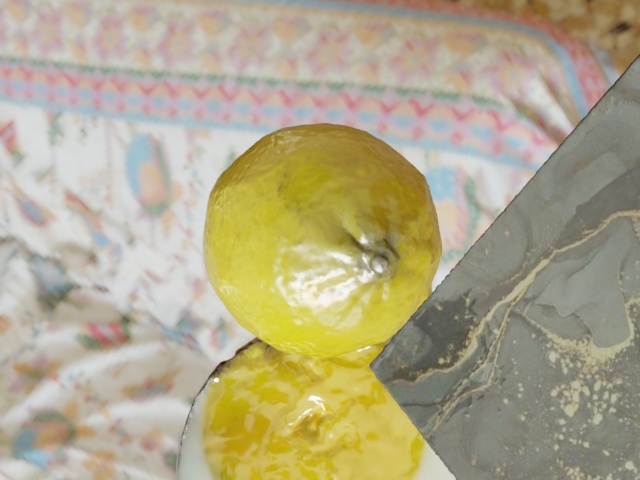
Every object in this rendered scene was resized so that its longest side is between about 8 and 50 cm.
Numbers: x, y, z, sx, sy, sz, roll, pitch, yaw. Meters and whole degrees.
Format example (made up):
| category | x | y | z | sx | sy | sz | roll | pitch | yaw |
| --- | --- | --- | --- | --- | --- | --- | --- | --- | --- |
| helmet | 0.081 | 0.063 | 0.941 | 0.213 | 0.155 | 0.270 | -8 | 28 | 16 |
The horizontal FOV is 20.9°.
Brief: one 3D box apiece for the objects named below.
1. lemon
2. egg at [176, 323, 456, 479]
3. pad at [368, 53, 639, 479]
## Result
| category | x | y | z | sx | sy | sz | roll | pitch | yaw |
| --- | --- | --- | --- | --- | --- | --- | --- | --- | --- |
| lemon | 0.000 | 0.000 | 1.416 | 0.192 | 0.192 | 0.231 | -48 | 20 | -8 |
| egg | 0.031 | 0.228 | 1.851 | 0.337 | 0.201 | 0.337 | 1 | 92 | 20 |
| pad | 0.198 | 0.110 | 0.813 | 0.247 | 0.007 | 0.367 | -50 | 62 | 23 |
